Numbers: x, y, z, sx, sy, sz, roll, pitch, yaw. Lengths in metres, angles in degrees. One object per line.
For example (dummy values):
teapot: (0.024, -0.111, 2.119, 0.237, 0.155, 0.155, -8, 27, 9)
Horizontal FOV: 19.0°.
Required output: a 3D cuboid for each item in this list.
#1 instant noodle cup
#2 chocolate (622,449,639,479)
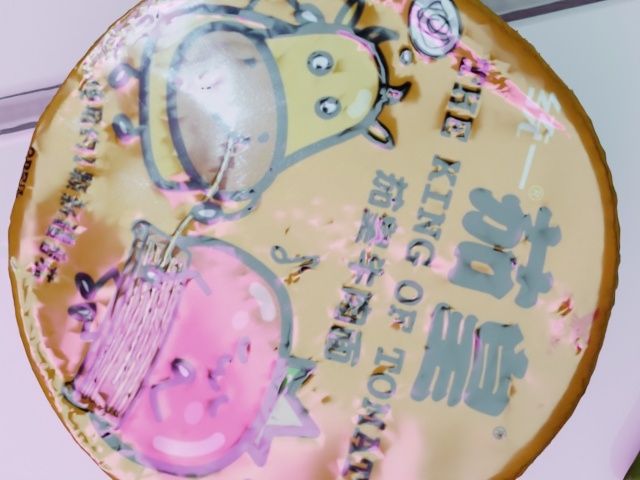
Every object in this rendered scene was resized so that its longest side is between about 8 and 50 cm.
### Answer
instant noodle cup: (0.000, 0.000, 0.748, 0.216, 0.172, 0.215, 0, 94, 2)
chocolate: (0.322, 0.057, 0.754, 0.289, 0.137, 0.301, 32, 95, 0)
